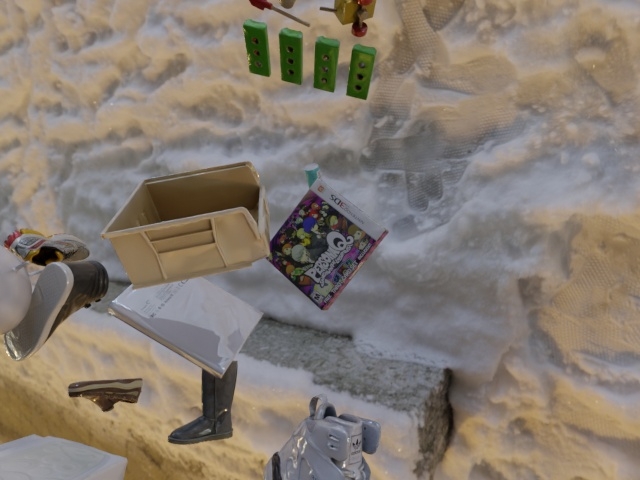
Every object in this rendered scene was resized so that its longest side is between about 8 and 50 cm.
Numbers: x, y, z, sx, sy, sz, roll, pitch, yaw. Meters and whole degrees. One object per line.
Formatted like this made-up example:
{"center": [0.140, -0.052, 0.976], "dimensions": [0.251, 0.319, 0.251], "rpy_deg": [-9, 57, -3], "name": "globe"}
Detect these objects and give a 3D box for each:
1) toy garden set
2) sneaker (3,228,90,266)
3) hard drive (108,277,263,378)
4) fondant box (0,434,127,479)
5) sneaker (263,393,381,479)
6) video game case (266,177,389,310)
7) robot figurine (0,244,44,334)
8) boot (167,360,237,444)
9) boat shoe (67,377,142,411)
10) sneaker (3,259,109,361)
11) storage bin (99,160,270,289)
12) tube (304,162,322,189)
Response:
{"center": [-0.016, -0.371, 0.729], "dimensions": [0.245, 0.049, 0.203], "rpy_deg": [15, 155, 5], "name": "toy garden set"}
{"center": [-0.706, 0.036, 1.075], "dimensions": [0.093, 0.225, 0.088], "rpy_deg": [38, 95, 13], "name": "sneaker"}
{"center": [-0.335, 0.187, 1.045], "dimensions": [0.319, 0.210, 0.040], "rpy_deg": [30, 131, 2], "name": "hard drive"}
{"center": [-0.240, 0.297, 0.185], "dimensions": [0.096, 0.238, 0.330], "rpy_deg": [6, 79, 11], "name": "fondant box"}
{"center": [0.056, 0.442, 0.695], "dimensions": [0.366, 0.137, 0.210], "rpy_deg": [30, 96, 43], "name": "sneaker"}
{"center": [0.004, 0.007, 0.935], "dimensions": [0.210, 0.042, 0.232], "rpy_deg": [41, 97, 22], "name": "video game case"}
{"center": [-0.713, 0.119, 0.742], "dimensions": [0.300, 0.354, 0.199], "rpy_deg": [2, 115, 63], "name": "robot figurine"}
{"center": [-0.323, 0.442, 1.126], "dimensions": [0.076, 0.190, 0.208], "rpy_deg": [-14, 75, 60], "name": "boot"}
{"center": [-0.653, 0.479, 1.249], "dimensions": [0.095, 0.257, 0.095], "rpy_deg": [-9, 71, 22], "name": "boat shoe"}
{"center": [-0.593, 0.158, 0.928], "dimensions": [0.104, 0.147, 0.295], "rpy_deg": [44, 106, 10], "name": "sneaker"}
{"center": [-0.240, -0.045, 0.807], "dimensions": [0.261, 0.262, 0.123], "rpy_deg": [-11, 119, -2], "name": "storage bin"}
{"center": [-0.010, -0.176, 1.473], "dimensions": [0.052, 0.080, 0.207], "rpy_deg": [23, 139, 43], "name": "tube"}
